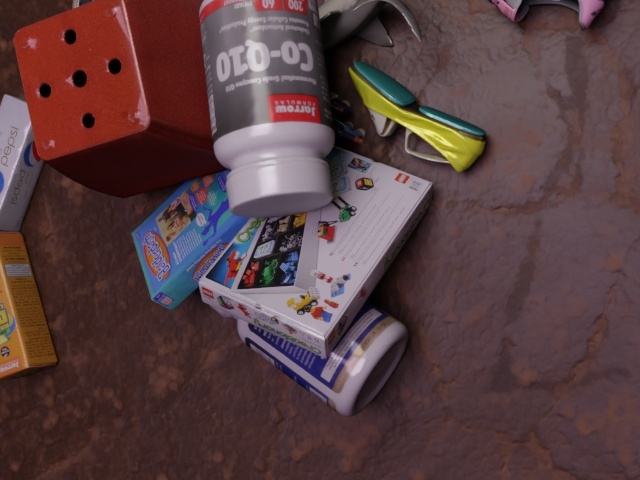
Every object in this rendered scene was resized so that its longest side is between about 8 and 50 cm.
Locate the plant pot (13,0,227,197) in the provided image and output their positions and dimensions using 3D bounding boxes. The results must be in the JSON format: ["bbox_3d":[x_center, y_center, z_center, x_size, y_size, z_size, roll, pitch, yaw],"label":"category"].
[{"bbox_3d":[-0.265,-0.214,1.366,0.267,0.236,0.267,-13,88,22],"label":"plant pot"}]

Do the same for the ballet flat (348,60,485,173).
[{"bbox_3d":[0.124,-0.169,1.391,0.231,0.077,0.077,33,115,17],"label":"ballet flat"}]

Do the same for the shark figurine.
[{"bbox_3d":[0.070,-0.313,1.387,0.116,0.278,0.166,44,65,-21],"label":"shark figurine"}]

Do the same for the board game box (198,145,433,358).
[{"bbox_3d":[0.000,0.000,1.339,0.193,0.053,0.305,23,55,21],"label":"board game box"}]

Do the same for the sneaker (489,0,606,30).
[{"bbox_3d":[0.237,-0.370,1.332,0.319,0.112,0.131,14,90,22],"label":"sneaker"}]

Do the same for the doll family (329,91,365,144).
[{"bbox_3d":[-0.016,-0.191,1.420,0.193,0.111,0.076,19,94,20],"label":"doll family"}]

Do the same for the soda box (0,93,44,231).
[{"bbox_3d":[-0.512,-0.126,1.629,0.074,0.069,0.216,23,95,21],"label":"soda box"}]

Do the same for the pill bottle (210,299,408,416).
[{"bbox_3d":[-0.021,0.115,1.385,0.265,0.153,0.153,34,99,18],"label":"pill bottle"}]

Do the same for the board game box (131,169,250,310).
[{"bbox_3d":[-0.184,-0.021,1.473,0.210,0.047,0.160,-41,44,14],"label":"board game box"}]

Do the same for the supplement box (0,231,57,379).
[{"bbox_3d":[-0.512,0.106,1.614,0.078,0.080,0.233,-22,82,21],"label":"supplement box"}]

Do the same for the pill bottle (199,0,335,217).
[{"bbox_3d":[-0.067,-0.182,1.291,0.161,0.161,0.283,-11,79,20],"label":"pill bottle"}]

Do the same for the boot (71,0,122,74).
[{"bbox_3d":[-0.293,-0.319,1.551,0.179,0.085,0.236,-4,88,17],"label":"boot"}]
